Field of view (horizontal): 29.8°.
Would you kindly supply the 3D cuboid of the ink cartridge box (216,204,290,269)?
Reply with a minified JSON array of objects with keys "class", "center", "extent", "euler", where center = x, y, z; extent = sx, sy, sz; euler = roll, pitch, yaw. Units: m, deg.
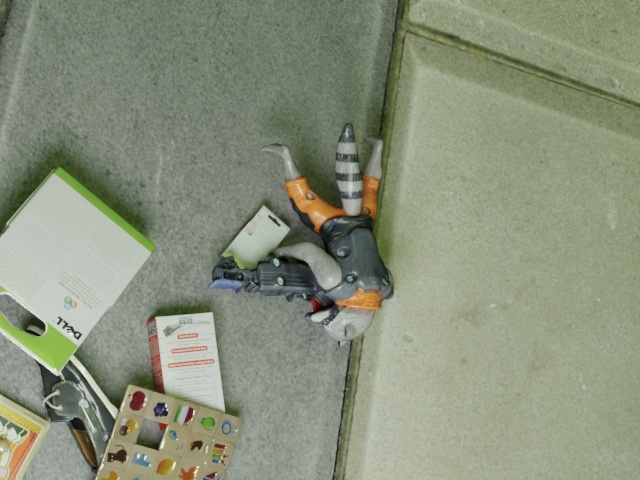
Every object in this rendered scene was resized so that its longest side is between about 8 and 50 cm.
[{"class":"ink cartridge box","center":[-0.106,0.006,1.916],"extent":[0.063,0.029,0.115],"euler":[42,63,-10]}]

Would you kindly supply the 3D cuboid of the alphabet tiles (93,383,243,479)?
[{"class":"alphabet tiles","center":[-0.232,0.346,1.743],"extent":[0.198,0.009,0.237],"euler":[23,83,-31]}]

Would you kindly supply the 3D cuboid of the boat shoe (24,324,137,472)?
[{"class":"boat shoe","center":[-0.359,0.224,1.716],"extent":[0.079,0.084,0.233],"euler":[-38,98,-27]}]

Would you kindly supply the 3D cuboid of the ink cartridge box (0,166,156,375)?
[{"class":"ink cartridge box","center":[-0.387,0.052,1.714],"extent":[0.189,0.097,0.255],"euler":[40,55,-11]}]

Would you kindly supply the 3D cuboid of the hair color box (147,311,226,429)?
[{"class":"hair color box","center":[-0.202,0.196,1.812],"extent":[0.093,0.053,0.167],"euler":[-3,81,-26]}]

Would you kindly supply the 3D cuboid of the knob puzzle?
[{"class":"knob puzzle","center":[-0.490,0.292,1.646],"extent":[0.213,0.030,0.213],"euler":[7,73,-23]}]

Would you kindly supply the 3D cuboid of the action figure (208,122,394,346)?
[{"class":"action figure","center":[0.000,0.000,1.863],"extent":[0.341,0.178,0.330],"euler":[-5,80,-36]}]
